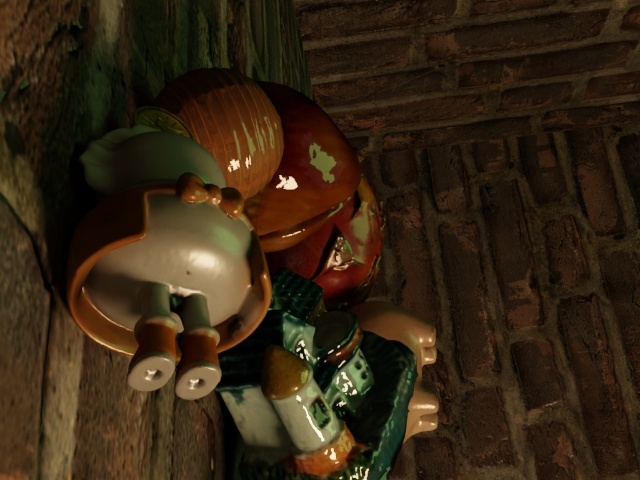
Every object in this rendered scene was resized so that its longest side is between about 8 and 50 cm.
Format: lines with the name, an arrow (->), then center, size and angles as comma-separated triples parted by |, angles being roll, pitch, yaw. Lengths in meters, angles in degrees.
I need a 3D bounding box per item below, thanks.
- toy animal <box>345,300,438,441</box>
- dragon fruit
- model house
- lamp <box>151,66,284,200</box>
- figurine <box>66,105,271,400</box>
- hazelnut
toy animal -> 0.048, 0.238, 1.147 | 0.237, 0.269, 0.326 | 75, 19, -44
dragon fruit -> 0.000, -0.004, 1.276 | 0.250, 0.250, 0.315 | -88, -176, -60
model house -> -0.031, 0.129, 0.883 | 0.291, 0.185, 0.253 | 61, 36, -20
lamp -> -0.101, -0.099, 0.719 | 0.136, 0.136, 0.136 | -7, 90, -85
figurine -> -0.110, -0.013, 0.544 | 0.143, 0.143, 0.271 | 76, 11, -57
hazelnut -> -0.043, -0.090, 0.882 | 0.208, 0.208, 0.208 | -7, 90, -85
